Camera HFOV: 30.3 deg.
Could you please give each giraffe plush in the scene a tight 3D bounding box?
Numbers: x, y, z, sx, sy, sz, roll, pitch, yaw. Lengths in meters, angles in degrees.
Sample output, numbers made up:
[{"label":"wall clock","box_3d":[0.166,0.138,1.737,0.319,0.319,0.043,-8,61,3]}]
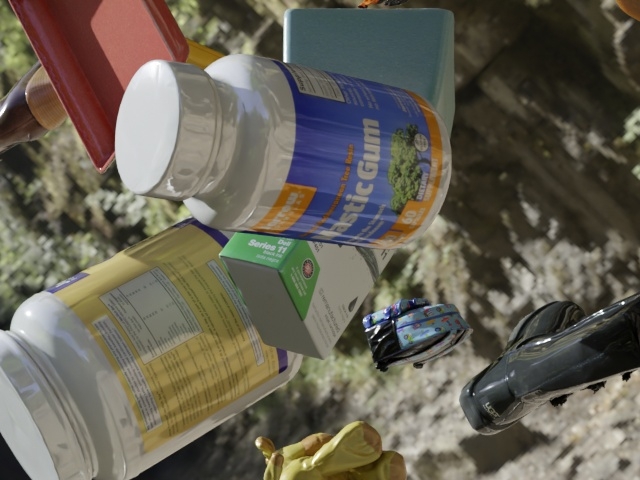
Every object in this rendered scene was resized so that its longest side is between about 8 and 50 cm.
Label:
[{"label":"giraffe plush","box_3d":[-0.004,0.318,1.554,0.210,0.181,0.170,-10,7,-13]}]

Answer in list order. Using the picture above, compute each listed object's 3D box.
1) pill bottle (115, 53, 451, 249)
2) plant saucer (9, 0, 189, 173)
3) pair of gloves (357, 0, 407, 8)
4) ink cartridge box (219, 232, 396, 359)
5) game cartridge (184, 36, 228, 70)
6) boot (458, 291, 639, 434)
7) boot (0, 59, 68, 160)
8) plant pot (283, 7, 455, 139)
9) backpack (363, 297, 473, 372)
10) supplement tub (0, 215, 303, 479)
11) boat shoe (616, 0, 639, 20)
[{"label":"pill bottle","box_3d":[-0.032,-0.077,1.027,0.272,0.152,0.152,6,-37,-37]},{"label":"plant saucer","box_3d":[-0.244,-0.241,1.308,0.048,0.259,0.258,-22,-10,-35]},{"label":"pair of gloves","box_3d":[0.108,-0.386,1.893,0.083,0.010,0.074,5,32,35]},{"label":"ink cartridge box","box_3d":[0.000,0.000,1.285,0.087,0.153,0.208,11,53,34]},{"label":"game cartridge","box_3d":[-0.366,-0.353,2.406,0.324,0.285,0.052,-23,52,54]},{"label":"boot","box_3d":[0.479,0.154,2.017,0.367,0.146,0.445,-41,-2,-38]},{"label":"boot","box_3d":[-0.393,-0.188,1.571,0.207,0.090,0.248,-29,22,7]},{"label":"plant pot","box_3d":[0.069,-0.164,1.730,0.247,0.248,0.252,80,-166,-57]},{"label":"backpack","box_3d":[0.189,0.166,2.218,0.173,0.116,0.158,-30,-20,35]},{"label":"supplement tub","box_3d":[-0.213,0.135,1.393,0.331,0.241,0.241,-29,-8,-28]},{"label":"boat shoe","box_3d":[0.387,-0.222,1.141,0.073,0.207,0.073,-39,-28,-23]}]
